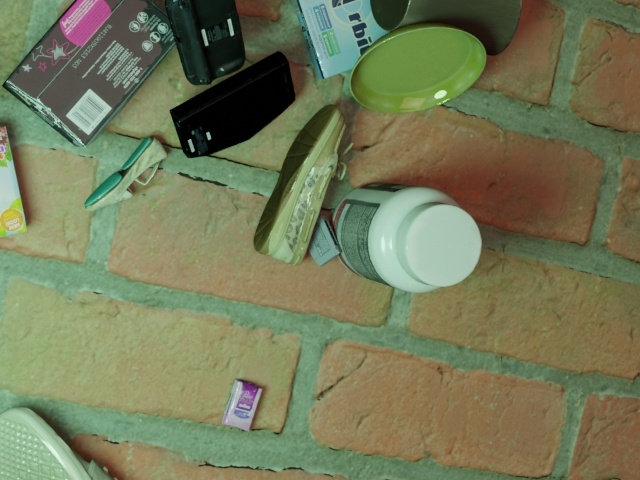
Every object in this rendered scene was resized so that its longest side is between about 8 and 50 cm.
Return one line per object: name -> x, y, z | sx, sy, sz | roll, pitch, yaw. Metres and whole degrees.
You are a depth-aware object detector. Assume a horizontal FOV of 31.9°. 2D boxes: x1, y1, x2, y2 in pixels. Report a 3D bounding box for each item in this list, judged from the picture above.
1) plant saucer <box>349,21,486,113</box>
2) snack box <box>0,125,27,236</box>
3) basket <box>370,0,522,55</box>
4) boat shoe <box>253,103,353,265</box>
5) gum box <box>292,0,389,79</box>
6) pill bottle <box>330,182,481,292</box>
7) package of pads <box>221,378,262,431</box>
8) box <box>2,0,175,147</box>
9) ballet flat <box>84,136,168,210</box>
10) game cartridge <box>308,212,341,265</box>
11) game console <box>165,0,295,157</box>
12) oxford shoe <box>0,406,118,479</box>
plant saucer -> 0.165, -0.303, 1.932 | 0.241, 0.241, 0.037 | -1, 61, -18
snack box -> -0.584, -0.078, 1.766 | 0.207, 0.070, 0.174 | -11, 98, -16
basket -> 0.213, -0.425, 1.932 | 0.227, 0.154, 0.204 | -4, 102, -30
boat shoe -> -0.021, -0.097, 1.938 | 0.089, 0.104, 0.285 | 24, 96, -22
gum box -> 0.059, -0.386, 1.968 | 0.184, 0.041, 0.157 | -22, 100, -15
pill bottle -> 0.144, -0.006, 1.876 | 0.176, 0.318, 0.176 | -2, 95, -17
package of pads -> -0.137, 0.288, 1.956 | 0.050, 0.032, 0.083 | 19, 88, -21
box -> -0.363, -0.289, 1.786 | 0.163, 0.142, 0.247 | 41, 82, -17
ballet flat -> -0.318, -0.100, 1.860 | 0.168, 0.057, 0.052 | -47, 115, -9
game cartridge -> 0.000, 0.000, 1.959 | 0.017, 0.056, 0.083 | 8, 53, -54
game console -> -0.153, -0.282, 1.786 | 0.213, 0.361, 0.044 | -31, 58, -14
oxford shoe -> -0.374, 0.449, 1.850 | 0.449, 0.169, 0.130 | 51, 35, -7
